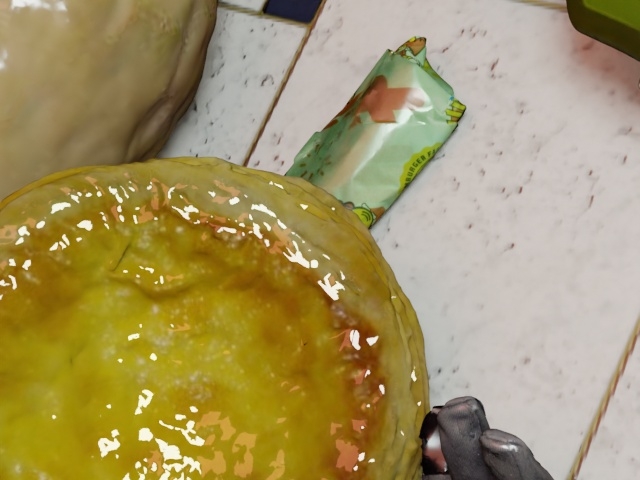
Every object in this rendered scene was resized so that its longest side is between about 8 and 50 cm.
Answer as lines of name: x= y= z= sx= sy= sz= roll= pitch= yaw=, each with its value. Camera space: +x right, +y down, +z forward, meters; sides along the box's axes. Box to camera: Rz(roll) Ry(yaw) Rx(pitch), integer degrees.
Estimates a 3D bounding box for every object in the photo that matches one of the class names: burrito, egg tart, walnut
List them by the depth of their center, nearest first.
egg tart: x=-0.091 y=0.100 z=0.843 sx=0.319 sy=0.128 sz=0.318 roll=0 pitch=86 yaw=-1
burrito: x=0.000 y=0.000 z=0.931 sx=0.288 sy=0.054 sz=0.104 roll=-50 pitch=53 yaw=4
walnut: x=-0.259 y=-0.161 z=1.011 sx=0.381 sy=0.381 sz=0.381 roll=-15 pitch=62 yaw=29

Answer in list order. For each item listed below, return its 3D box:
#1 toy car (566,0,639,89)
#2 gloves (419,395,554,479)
toy car: x=0.227 y=-0.163 z=0.771 sx=0.248 sy=0.204 sz=0.198 roll=41 pitch=118 yaw=56
gloves: x=0.106 y=0.213 z=0.716 sx=0.142 sy=0.119 sz=0.285 roll=-18 pitch=72 yaw=-2
